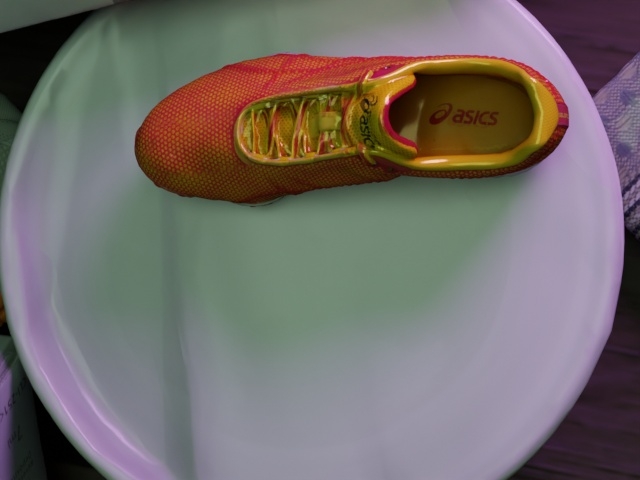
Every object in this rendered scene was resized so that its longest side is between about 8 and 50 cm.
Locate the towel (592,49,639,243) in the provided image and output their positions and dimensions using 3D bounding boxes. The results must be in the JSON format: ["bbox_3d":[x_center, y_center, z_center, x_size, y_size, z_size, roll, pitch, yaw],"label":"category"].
[{"bbox_3d":[0.323,-0.041,0.613,0.324,0.056,0.312,-41,77,9],"label":"towel"}]

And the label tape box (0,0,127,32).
[{"bbox_3d":[-0.087,-0.211,0.608,0.334,0.106,0.240,-12,43,11],"label":"label tape box"}]

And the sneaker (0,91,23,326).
[{"bbox_3d":[-0.247,-0.001,0.712,0.262,0.099,0.121,-12,48,24],"label":"sneaker"}]

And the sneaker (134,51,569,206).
[{"bbox_3d":[0.007,-0.050,0.533,0.175,0.067,0.064,-7,87,13],"label":"sneaker"}]

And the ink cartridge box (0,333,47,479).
[{"bbox_3d":[-0.270,0.135,0.689,0.275,0.060,0.239,9,127,12],"label":"ink cartridge box"}]

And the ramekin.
[{"bbox_3d":[0.000,0.000,0.631,0.273,0.127,0.273,-1,87,11],"label":"ramekin"}]
